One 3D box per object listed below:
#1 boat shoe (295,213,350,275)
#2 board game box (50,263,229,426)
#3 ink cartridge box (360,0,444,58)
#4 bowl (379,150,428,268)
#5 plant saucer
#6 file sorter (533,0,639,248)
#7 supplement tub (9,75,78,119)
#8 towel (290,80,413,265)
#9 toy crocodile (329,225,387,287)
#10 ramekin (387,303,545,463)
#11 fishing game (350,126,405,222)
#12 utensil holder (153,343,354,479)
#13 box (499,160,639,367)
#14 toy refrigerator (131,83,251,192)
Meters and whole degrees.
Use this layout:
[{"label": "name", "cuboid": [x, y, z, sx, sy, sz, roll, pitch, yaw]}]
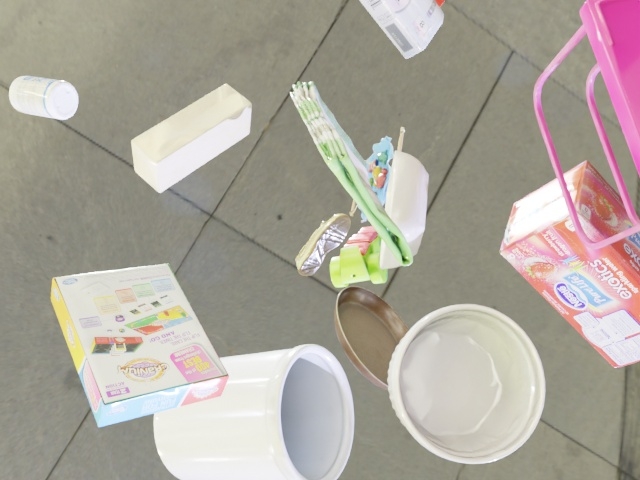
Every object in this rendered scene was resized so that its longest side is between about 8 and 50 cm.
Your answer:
[{"label": "boat shoe", "cuboid": [0.001, 0.001, 1.338, 0.056, 0.048, 0.153, 17, 120, -33]}, {"label": "board game box", "cuboid": [-0.352, 0.184, 1.308, 0.242, 0.064, 0.316, -6, 45, -35]}, {"label": "ink cartridge box", "cuboid": [0.159, -0.470, 1.216, 0.189, 0.066, 0.232, 45, 63, -22]}, {"label": "bowl", "cuboid": [0.118, -0.038, 0.961, 0.053, 0.142, 0.142, 7, 64, 4]}, {"label": "plant saucer", "cuboid": [0.140, 0.256, 1.722, 0.310, 0.310, 0.050, 45, 117, -6]}, {"label": "file sorter", "cuboid": [0.382, -0.124, 0.652, 0.290, 0.182, 0.202, -14, 79, -6]}, {"label": "supplement tub", "cuboid": [-0.503, -0.260, 1.244, 0.107, 0.071, 0.071, 13, 76, 24]}, {"label": "towel", "cuboid": [0.025, -0.058, 0.533, 0.023, 0.152, 0.113, -35, 122, 8]}, {"label": "toy crocodile", "cuboid": [0.101, 0.023, 1.504, 0.115, 0.340, 0.105, -7, 104, 21]}, {"label": "ramekin", "cuboid": [0.189, 0.195, 0.942, 0.207, 0.109, 0.207, 2, 78, -9]}, {"label": "fishing game", "cuboid": [0.108, -0.132, 1.455, 0.041, 0.264, 0.189, 13, 82, -14]}, {"label": "utensil holder", "cuboid": [-0.163, 0.431, 1.669, 0.327, 0.385, 0.328, 25, 60, -54]}, {"label": "box", "cuboid": [0.383, 0.037, 0.931, 0.257, 0.128, 0.123, 42, 45, -13]}, {"label": "toy refrigerator", "cuboid": [-0.281, -0.230, 1.503, 0.094, 0.102, 0.269, 40, 59, 17]}]
